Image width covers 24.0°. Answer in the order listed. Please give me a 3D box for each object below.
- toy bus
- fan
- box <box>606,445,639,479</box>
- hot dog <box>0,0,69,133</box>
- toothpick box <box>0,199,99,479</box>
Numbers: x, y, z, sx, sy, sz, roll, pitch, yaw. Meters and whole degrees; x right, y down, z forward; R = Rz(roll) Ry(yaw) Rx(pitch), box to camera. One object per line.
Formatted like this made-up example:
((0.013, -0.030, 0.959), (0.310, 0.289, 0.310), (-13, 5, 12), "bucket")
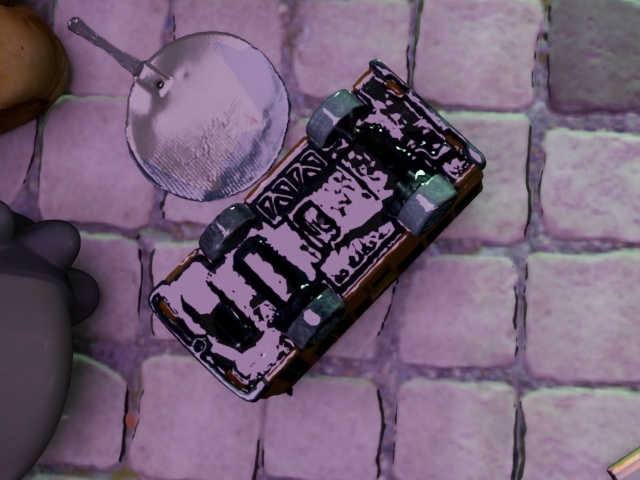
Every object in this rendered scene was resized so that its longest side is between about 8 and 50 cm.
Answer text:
((0.000, 0.000, 0.917), (0.098, 0.114, 0.201), (44, 89, 12), "toy bus")
((-0.101, -0.100, 1.002), (0.175, 0.005, 0.113), (36, 92, 13), "fan")
((0.287, 0.196, 0.878), (0.132, 0.034, 0.235), (-34, 79, 7), "box")
((-0.303, -0.111, 0.977), (0.256, 0.150, 0.153), (-25, 89, 9), "hot dog")
((-0.278, 0.053, 0.880), (0.229, 0.316, 0.229), (-7, 80, 42), "toothpick box")
